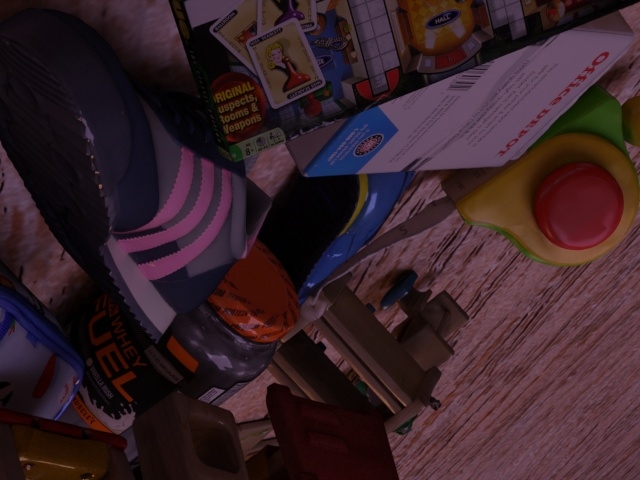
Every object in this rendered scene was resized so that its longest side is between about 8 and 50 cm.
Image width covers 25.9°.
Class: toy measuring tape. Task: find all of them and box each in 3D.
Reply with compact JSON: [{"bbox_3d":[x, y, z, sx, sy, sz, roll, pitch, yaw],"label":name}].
[{"bbox_3d":[0.142,-0.004,1.110,0.330,0.121,0.121,-34,158,6],"label":"toy measuring tape"}]

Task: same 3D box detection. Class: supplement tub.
[{"bbox_3d":[-0.113,0.077,0.998,0.190,0.117,0.117,-39,156,23],"label":"supplement tub"}]

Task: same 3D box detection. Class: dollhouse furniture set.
[{"bbox_3d":[-0.123,0.191,0.937,0.201,0.152,0.374,-39,140,27],"label":"dollhouse furniture set"},{"bbox_3d":[0.028,0.095,1.251,0.129,0.129,0.183,-40,-175,27],"label":"dollhouse furniture set"}]

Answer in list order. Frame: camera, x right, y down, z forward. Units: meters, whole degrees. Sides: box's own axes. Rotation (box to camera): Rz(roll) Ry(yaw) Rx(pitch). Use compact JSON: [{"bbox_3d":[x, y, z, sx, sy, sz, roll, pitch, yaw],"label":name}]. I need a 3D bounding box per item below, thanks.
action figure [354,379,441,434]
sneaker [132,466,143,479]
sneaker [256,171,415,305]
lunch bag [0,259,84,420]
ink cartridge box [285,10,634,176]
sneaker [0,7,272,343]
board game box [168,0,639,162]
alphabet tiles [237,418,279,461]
[{"bbox_3d":[0.085,0.181,1.551,0.137,0.063,0.232,-30,162,-3],"label":"action figure"},{"bbox_3d":[-0.234,0.241,1.265,0.234,0.078,0.106,-20,152,-10],"label":"sneaker"},{"bbox_3d":[0.000,0.000,1.029,0.082,0.069,0.209,-12,154,-43],"label":"sneaker"},{"bbox_3d":[-0.296,0.117,0.807,0.303,0.115,0.243,-40,163,-8],"label":"lunch bag"},{"bbox_3d":[0.077,-0.111,0.853,0.191,0.082,0.139,-7,149,-45],"label":"ink cartridge box"},{"bbox_3d":[-0.096,-0.055,0.776,0.131,0.112,0.319,-41,164,-14],"label":"sneaker"},{"bbox_3d":[0.050,-0.148,0.703,0.260,0.136,0.030,-23,-158,-13],"label":"board game box"},{"bbox_3d":[-0.207,0.276,1.474,0.343,0.011,0.285,-3,148,-48],"label":"alphabet tiles"}]
